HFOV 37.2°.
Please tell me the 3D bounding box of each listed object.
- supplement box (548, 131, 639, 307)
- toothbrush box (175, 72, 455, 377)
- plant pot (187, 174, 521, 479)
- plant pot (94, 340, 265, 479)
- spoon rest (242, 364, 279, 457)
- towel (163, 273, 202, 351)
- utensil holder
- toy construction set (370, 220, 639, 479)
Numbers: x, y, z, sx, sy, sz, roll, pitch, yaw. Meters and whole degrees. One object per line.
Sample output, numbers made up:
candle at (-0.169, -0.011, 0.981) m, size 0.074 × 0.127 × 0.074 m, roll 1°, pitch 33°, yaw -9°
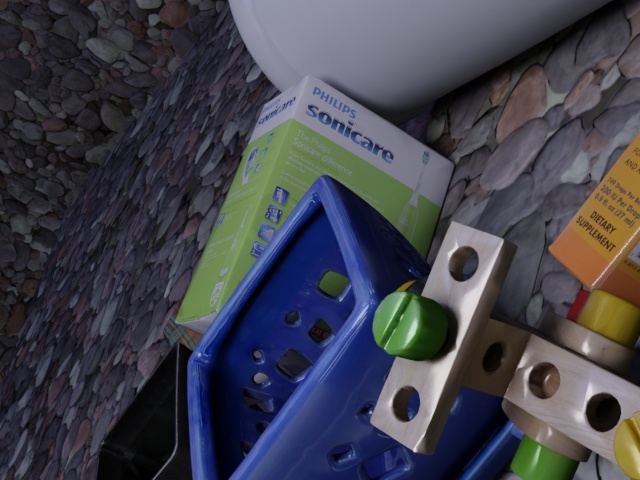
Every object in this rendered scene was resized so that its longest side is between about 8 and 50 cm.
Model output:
supplement box at (0.273, -0.055, 0.686) m, size 0.233 × 0.080 × 0.078 m, roll -54°, pitch 25°, yaw 12°
toothbrush box at (0.000, 0.000, 1.035) m, size 0.122 × 0.206 × 0.283 m, roll -17°, pitch 49°, yaw 60°
plant pot at (0.037, 0.122, 0.804) m, size 0.236 × 0.212 × 0.236 m, roll -54°, pitch 24°, yaw 17°
plant pot at (-0.141, 0.263, 1.075) m, size 0.187 × 0.167 × 0.188 m, roll -52°, pitch 25°, yaw 21°
spoon rest at (-0.037, 0.241, 0.904) m, size 0.276 × 0.084 × 0.137 m, roll -118°, pitch 27°, yaw -44°
towel at (-0.145, 0.082, 1.469) m, size 0.272 × 0.040 × 0.370 m, roll -61°, pitch 22°, yaw -2°
utensil holder at (0.131, -0.331, 1.006) m, size 0.385 × 0.327 × 0.328 m, roll -22°, pitch 44°, yaw 53°
toy construction set at (0.174, 0.061, 0.509) m, size 0.309 × 0.237 × 0.257 m, roll -49°, pitch 37°, yaw 21°
